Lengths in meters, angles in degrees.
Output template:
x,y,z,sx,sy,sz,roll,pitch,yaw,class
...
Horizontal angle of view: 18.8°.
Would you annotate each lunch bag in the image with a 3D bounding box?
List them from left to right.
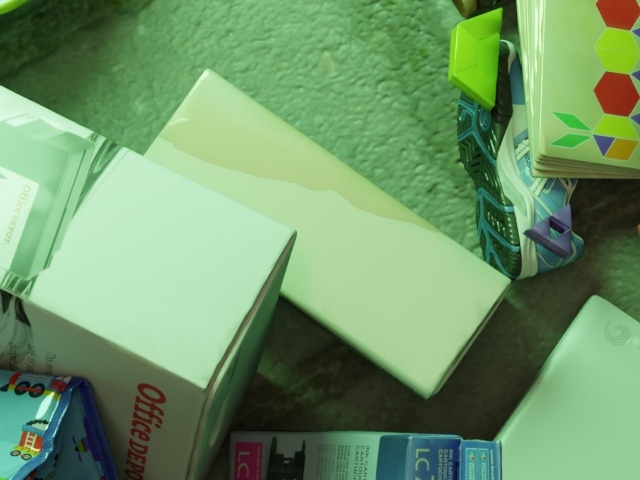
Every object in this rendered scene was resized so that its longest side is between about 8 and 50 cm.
x,y,z,sx,sy,sz,roll,pitch,yaw,class
-0.255,0.240,1.554,0.221,0.293,0.138,6,47,29,lunch bag

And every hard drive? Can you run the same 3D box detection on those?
x,y,z,sx,sy,sz,roll,pitch,yaw,class
0.230,0.221,1.606,0.203,0.040,0.307,35,68,5,hard drive

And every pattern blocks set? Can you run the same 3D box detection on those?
x,y,z,sx,sy,sz,roll,pitch,yaw,class
0.245,-0.136,1.657,0.285,0.026,0.324,15,74,-13,pattern blocks set

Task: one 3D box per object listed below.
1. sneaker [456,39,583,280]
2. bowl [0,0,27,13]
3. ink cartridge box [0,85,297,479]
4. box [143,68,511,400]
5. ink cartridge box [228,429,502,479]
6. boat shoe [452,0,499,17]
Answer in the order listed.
x,y,z,sx,sy,sz,roll,pitch,yaw,class
0.174,-0.070,1.679,0.081,0.080,0.211,-4,83,-22,sneaker
-0.313,-0.314,1.675,0.290,0.156,0.289,0,85,3,bowl
-0.239,0.031,1.562,0.395,0.285,0.166,26,62,5,ink cartridge box
0.000,0.000,1.638,0.311,0.148,0.121,35,86,4,box
0.028,0.246,1.549,0.065,0.311,0.185,5,83,-37,ink cartridge box
0.108,-0.299,1.697,0.073,0.073,0.207,-30,91,-2,boat shoe
